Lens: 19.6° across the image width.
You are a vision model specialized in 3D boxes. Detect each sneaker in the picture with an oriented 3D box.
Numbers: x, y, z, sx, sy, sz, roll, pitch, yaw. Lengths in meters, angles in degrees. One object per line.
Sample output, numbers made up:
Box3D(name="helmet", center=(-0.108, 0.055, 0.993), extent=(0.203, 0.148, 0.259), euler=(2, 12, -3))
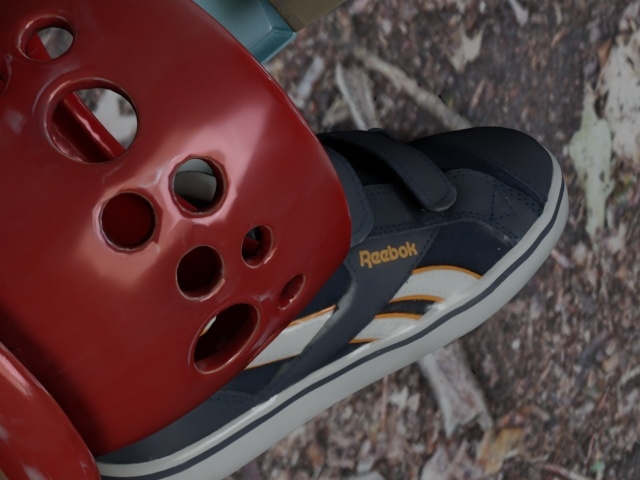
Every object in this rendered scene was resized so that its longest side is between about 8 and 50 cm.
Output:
Box3D(name="sneaker", center=(0.000, 0.000, 0.928), extent=(0.321, 0.126, 0.127), euler=(-34, 124, -30))

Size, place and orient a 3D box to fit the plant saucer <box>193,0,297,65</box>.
Box3D(name="plant saucer", center=(-0.074, -0.163, 0.906), extent=(0.067, 0.018, 0.192), euler=(-43, 124, -27))

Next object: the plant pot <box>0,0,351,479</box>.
Box3D(name="plant pot", center=(-0.109, 0.002, 0.731), extent=(0.174, 0.191, 0.191), euler=(-50, 126, -23))

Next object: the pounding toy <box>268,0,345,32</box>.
Box3D(name="pounding toy", center=(0.028, -0.167, 0.921), extent=(0.100, 0.141, 0.130), euler=(50, 48, -12))
